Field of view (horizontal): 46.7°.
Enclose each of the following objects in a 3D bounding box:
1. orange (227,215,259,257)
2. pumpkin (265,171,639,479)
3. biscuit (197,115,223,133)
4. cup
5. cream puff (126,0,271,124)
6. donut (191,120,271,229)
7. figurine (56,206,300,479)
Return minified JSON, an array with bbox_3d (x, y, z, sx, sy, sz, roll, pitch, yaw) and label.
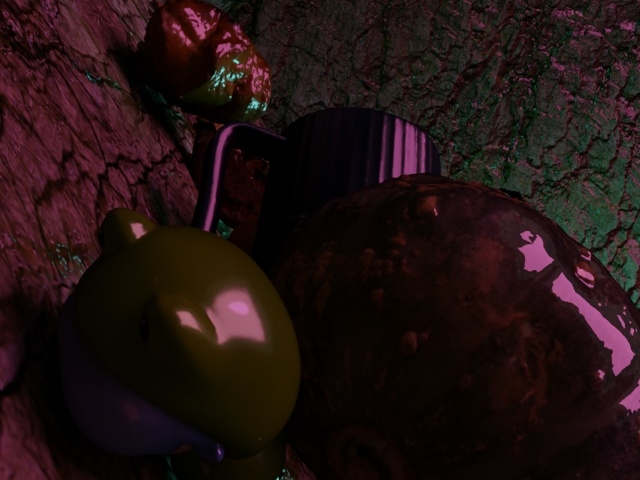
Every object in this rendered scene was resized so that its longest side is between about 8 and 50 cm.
[{"bbox_3d":[-0.076,0.026,1.068,0.135,0.117,0.135,41,-4,4],"label":"orange"},{"bbox_3d":[0.105,0.096,0.609,0.328,0.291,0.257,53,49,0],"label":"pumpkin"},{"bbox_3d":[-0.185,-0.162,1.494,0.202,0.044,0.289,60,7,-30],"label":"biscuit"},{"bbox_3d":[0.004,0.009,0.925,0.242,0.307,0.292,84,12,-61],"label":"cup"},{"bbox_3d":[-0.187,-0.278,1.159,0.241,0.155,0.269,25,-1,23],"label":"cream puff"},{"bbox_3d":[-0.134,-0.085,1.196,0.186,0.144,0.126,22,-10,9],"label":"donut"},{"bbox_3d":[-0.082,0.096,0.506,0.263,0.143,0.162,75,-12,-47],"label":"figurine"}]
